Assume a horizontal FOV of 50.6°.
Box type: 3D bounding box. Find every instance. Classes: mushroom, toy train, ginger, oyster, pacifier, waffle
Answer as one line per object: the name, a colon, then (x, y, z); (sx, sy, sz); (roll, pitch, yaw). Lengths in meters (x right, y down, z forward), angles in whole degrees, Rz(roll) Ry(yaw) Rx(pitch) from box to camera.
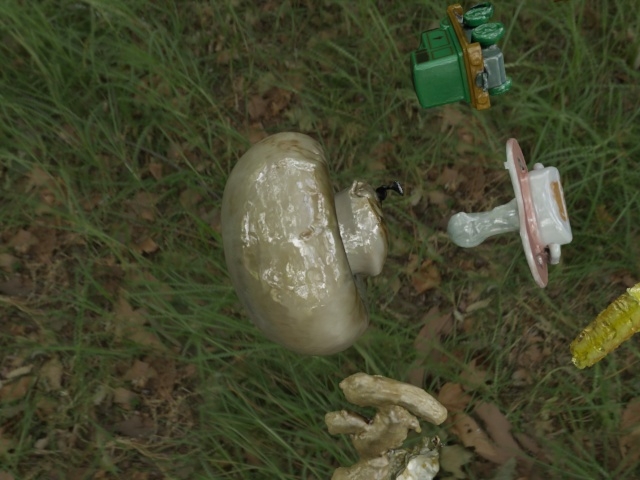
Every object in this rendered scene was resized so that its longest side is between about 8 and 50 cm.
mushroom: (0.000, 0.000, 1.088); (0.294, 0.362, 0.363); (-16, 70, 3)
toy train: (0.354, -0.477, 1.774); (0.248, 0.178, 0.429); (-13, 34, 11)
ginger: (0.067, 0.289, 1.011); (0.149, 0.259, 0.065); (36, 32, 8)
oyster: (0.155, 0.562, 1.468); (0.133, 0.337, 0.198); (1, 110, 40)
pacifier: (0.427, -0.056, 1.469); (0.272, 0.220, 0.333); (-3, 73, -10)
waffle: (0.477, 0.126, 1.063); (0.160, 0.211, 0.055); (-22, 62, -32)
